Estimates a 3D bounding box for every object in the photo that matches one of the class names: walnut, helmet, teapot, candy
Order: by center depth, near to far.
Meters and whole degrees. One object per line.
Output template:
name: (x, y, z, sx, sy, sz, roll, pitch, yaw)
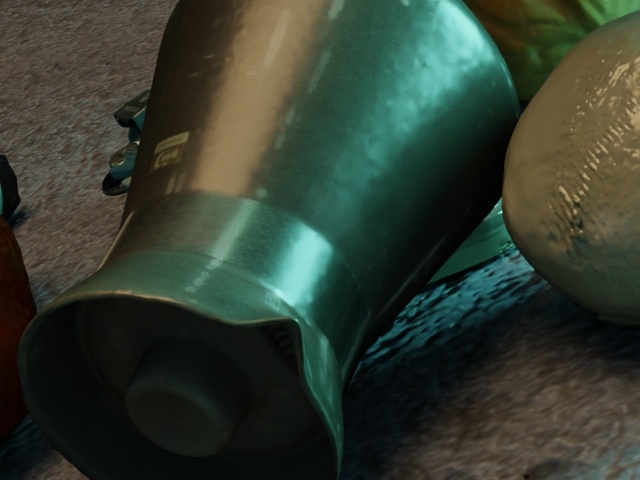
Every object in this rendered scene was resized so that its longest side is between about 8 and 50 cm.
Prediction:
candy: (0.245, -0.063, 1.096, 0.295, 0.185, 0.295, -23, 14, 6)
teapot: (-0.044, -0.002, 1.129, 0.300, 0.253, 0.344, -33, 21, 43)
walnut: (0.207, -0.230, 1.546, 0.225, 0.225, 0.261, -24, 35, -4)
helmet: (-0.368, -0.037, 1.876, 0.098, 0.070, 0.123, -10, 29, 49)

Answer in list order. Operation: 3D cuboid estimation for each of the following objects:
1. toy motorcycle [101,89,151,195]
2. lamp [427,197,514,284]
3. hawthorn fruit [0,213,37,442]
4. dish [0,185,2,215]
toy motorcycle: (-0.102, -0.090, 1.656, 0.182, 0.123, 0.272, -41, 25, -18)
lamp: (0.000, 0.000, 1.401, 0.269, 0.047, 0.266, -23, 19, -3)
hawthorn fruit: (-0.349, 0.066, 1.291, 0.275, 0.275, 0.300, -36, 21, -35)
dish: (-0.397, 0.040, 1.526, 0.324, 0.124, 0.324, -33, -18, -12)
